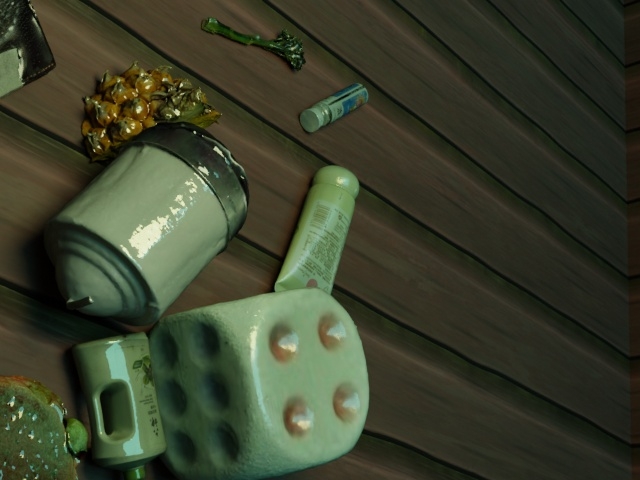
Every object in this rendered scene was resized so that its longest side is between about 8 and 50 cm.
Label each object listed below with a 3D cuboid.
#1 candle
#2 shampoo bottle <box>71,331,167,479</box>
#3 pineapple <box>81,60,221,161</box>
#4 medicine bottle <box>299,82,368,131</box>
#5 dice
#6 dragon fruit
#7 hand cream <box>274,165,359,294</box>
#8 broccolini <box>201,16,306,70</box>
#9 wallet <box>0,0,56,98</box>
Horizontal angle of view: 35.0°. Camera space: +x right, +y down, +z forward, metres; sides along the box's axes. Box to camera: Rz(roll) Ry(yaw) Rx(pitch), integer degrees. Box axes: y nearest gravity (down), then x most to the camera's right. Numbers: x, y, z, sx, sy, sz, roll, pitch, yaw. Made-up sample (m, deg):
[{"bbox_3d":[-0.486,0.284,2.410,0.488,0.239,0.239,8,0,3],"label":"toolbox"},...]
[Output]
[{"bbox_3d":[-0.268,-0.009,1.486,0.342,0.221,0.221,-49,116,-34],"label":"candle"},{"bbox_3d":[-0.288,0.257,1.486,0.118,0.087,0.234,-7,84,-45],"label":"shampoo bottle"},{"bbox_3d":[-0.263,-0.233,1.607,0.250,0.164,0.139,-22,86,-30],"label":"pineapple"},{"bbox_3d":[0.029,-0.270,2.052,0.191,0.051,0.051,-34,105,-48],"label":"medicine bottle"},{"bbox_3d":[-0.103,0.224,1.574,0.263,0.265,0.267,-7,85,-50],"label":"dice"},{"bbox_3d":[-0.431,0.283,1.278,0.295,0.130,0.268,11,70,-47],"label":"dragon fruit"},{"bbox_3d":[0.000,0.000,1.901,0.147,0.093,0.305,43,50,-39],"label":"hand cream"},{"bbox_3d":[-0.114,-0.384,1.921,0.254,0.057,0.071,11,28,-50],"label":"broccolini"},{"bbox_3d":[-0.509,-0.322,1.435,0.221,0.071,0.262,-44,119,-47],"label":"wallet"}]
